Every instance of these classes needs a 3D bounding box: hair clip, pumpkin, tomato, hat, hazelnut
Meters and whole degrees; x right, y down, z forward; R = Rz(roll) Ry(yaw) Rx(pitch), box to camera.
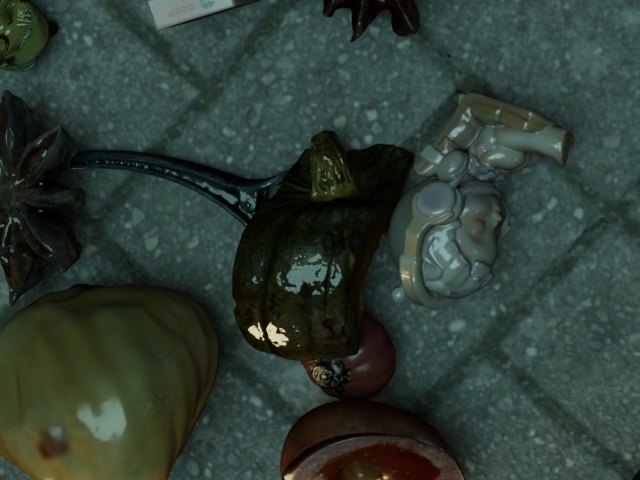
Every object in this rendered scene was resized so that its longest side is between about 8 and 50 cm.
[{"bbox_3d":[-0.168,-0.068,1.836,0.275,0.048,0.083,15,105,13],"label":"hair clip"},{"bbox_3d":[0.000,-0.006,1.728,0.131,0.126,0.248,4,72,24],"label":"pumpkin"},{"bbox_3d":[0.052,0.233,1.791,0.199,0.112,0.228,1,139,-8],"label":"tomato"},{"bbox_3d":[-0.324,-0.217,1.829,0.077,0.059,0.076,-47,54,5],"label":"hat"},{"bbox_3d":[-0.218,0.168,1.782,0.261,0.261,0.241,-6,114,12],"label":"hazelnut"}]

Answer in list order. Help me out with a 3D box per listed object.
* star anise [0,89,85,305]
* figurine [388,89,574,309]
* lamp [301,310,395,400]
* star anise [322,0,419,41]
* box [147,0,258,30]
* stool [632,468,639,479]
[{"bbox_3d":[-0.328,-0.062,1.829,0.262,0.081,0.230,53,134,19],"label":"star anise"},{"bbox_3d":[0.152,-0.030,1.718,0.141,0.162,0.236,30,91,31],"label":"figurine"},{"bbox_3d":[0.028,0.119,1.798,0.107,0.092,0.107,22,133,25],"label":"lamp"},{"bbox_3d":[0.054,-0.310,1.723,0.214,0.099,0.220,-33,87,1],"label":"star anise"},{"bbox_3d":[-0.119,-0.251,1.747,0.089,0.125,0.043,-15,97,15],"label":"box"},{"bbox_3d":[0.462,0.261,1.631,0.226,0.310,0.310,44,106,-3],"label":"stool"}]
